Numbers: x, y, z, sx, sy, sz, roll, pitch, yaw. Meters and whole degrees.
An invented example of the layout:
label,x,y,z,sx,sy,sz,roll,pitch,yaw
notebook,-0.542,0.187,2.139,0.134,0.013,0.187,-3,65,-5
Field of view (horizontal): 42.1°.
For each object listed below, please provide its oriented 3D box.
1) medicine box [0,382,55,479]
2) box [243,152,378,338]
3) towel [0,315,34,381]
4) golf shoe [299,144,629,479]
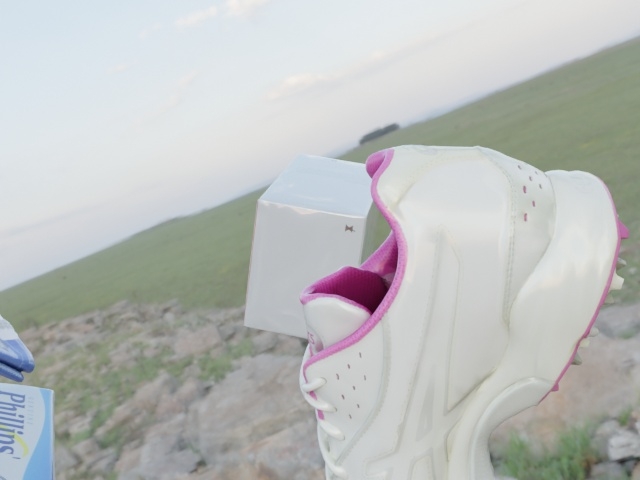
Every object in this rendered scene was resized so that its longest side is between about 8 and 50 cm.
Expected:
label,x,y,z,sx,sy,sz,roll,pitch,yaw
medicine box,-0.313,0.299,0.696,0.149,0.289,0.263,7,11,-20
box,0.000,0.000,1.405,0.168,0.214,0.345,10,18,6
towel,-0.459,0.052,0.972,0.034,0.209,0.285,-53,43,-2
golf shoe,0.038,0.089,0.449,0.140,0.306,0.115,19,13,-9
